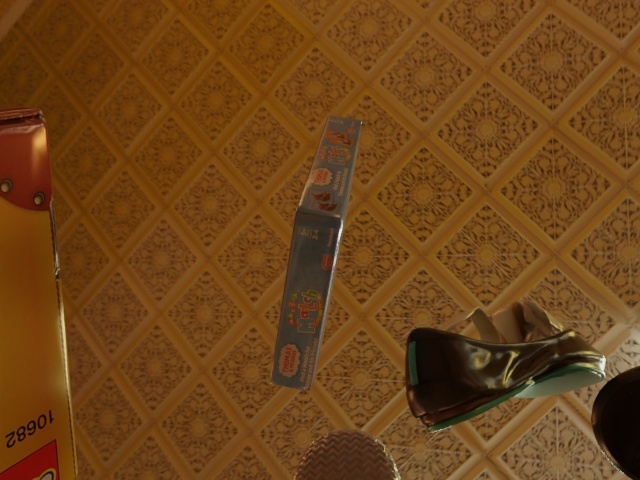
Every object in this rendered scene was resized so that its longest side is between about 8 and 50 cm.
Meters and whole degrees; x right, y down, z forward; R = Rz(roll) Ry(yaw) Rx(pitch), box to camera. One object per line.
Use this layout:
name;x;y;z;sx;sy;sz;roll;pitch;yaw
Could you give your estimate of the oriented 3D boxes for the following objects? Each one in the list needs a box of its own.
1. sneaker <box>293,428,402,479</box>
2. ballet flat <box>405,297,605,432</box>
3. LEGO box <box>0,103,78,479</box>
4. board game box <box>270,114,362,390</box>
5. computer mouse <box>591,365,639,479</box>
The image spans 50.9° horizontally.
sneaker;0.049;0.392;0.687;0.137;0.210;0.366;-5;-114;17
ballet flat;0.178;0.103;0.621;0.095;0.280;0.096;-34;-115;37
LEGO box;-0.361;0.142;0.293;0.193;0.500;0.372;10;-71;25
board game box;0.000;0.000;0.590;0.039;0.211;0.160;11;-61;1
computer mouse;0.385;0.201;0.620;0.272;0.072;0.188;26;-74;13
